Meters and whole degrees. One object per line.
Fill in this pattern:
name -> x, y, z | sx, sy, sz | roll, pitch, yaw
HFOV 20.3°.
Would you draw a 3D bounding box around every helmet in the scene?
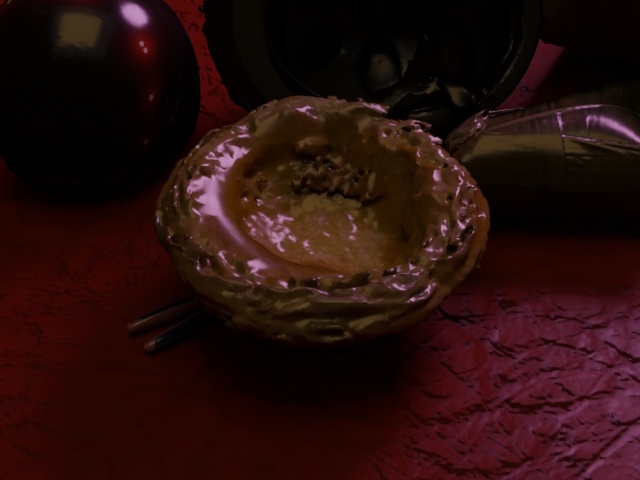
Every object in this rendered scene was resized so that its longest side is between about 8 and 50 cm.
helmet -> 0.045, -0.210, 1.643 | 0.305, 0.225, 0.177 | 0, 11, 0
helmet -> -0.214, -0.147, 1.622 | 0.189, 0.193, 0.216 | 11, 71, 15

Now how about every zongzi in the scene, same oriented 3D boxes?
zongzi -> 0.198, -0.098, 1.582 | 0.204, 0.094, 0.204 | 1, 36, 7

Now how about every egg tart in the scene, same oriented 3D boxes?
egg tart -> 0.000, 0.000, 1.453 | 0.288, 0.118, 0.288 | 3, 38, -2

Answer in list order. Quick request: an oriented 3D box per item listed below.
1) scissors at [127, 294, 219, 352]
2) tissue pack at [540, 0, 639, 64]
scissors -> -0.103, 0.059, 1.480 | 0.113, 0.012, 0.039 | -25, 45, -24
tissue pack -> 0.360, -0.249, 1.612 | 0.305, 0.239, 0.238 | 17, 44, 22
